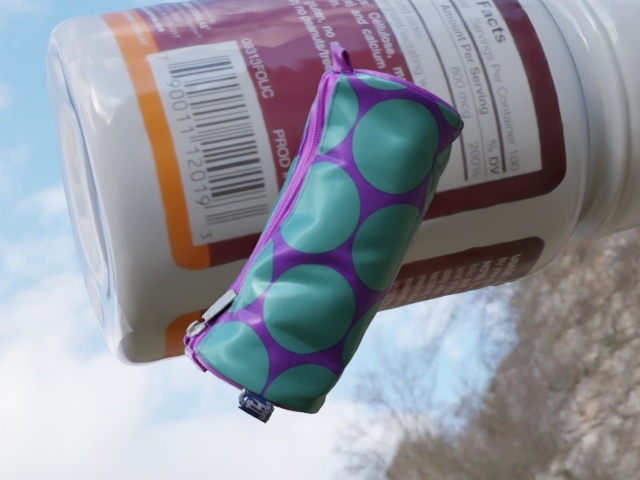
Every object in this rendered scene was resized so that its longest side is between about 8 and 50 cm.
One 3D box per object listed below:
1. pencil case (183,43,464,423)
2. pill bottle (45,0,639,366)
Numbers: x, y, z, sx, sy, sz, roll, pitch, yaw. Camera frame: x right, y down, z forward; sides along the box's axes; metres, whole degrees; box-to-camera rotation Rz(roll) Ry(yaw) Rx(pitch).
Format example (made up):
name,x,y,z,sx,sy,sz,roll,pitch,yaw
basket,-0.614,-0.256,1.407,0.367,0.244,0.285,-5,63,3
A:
name,x,y,z,sx,sy,sz,roll,pitch,yaw
pencil case,0.000,0.000,0.514,0.070,0.064,0.151,26,-89,-25
pill bottle,0.034,-0.065,0.804,0.392,0.224,0.224,-12,-33,-17
